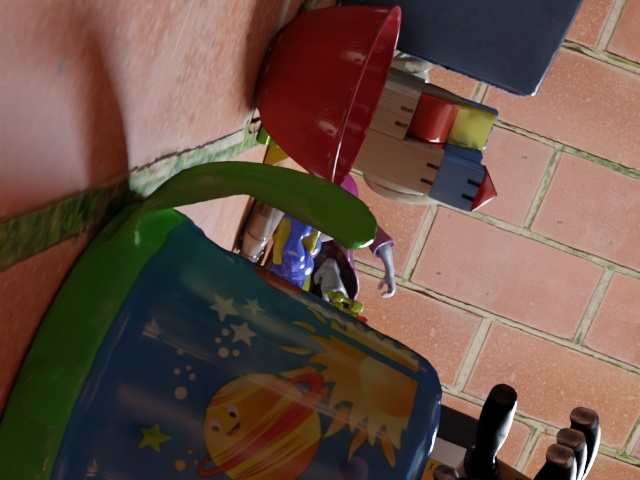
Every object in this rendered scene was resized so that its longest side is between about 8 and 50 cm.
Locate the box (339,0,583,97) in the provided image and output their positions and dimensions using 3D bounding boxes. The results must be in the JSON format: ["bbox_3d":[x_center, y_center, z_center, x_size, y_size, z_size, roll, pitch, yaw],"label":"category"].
[{"bbox_3d":[0.265,-0.535,1.131,0.472,0.297,0.480,-68,178,-46],"label":"box"}]

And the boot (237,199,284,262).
[{"bbox_3d":[-0.073,-0.019,1.071,0.087,0.042,0.118,-64,178,18],"label":"boot"}]

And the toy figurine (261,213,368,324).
[{"bbox_3d":[-0.002,0.012,1.210,0.362,0.191,0.217,-61,166,-78],"label":"toy figurine"}]

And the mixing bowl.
[{"bbox_3d":[0.000,-0.147,0.820,0.181,0.098,0.181,20,90,-83],"label":"mixing bowl"}]

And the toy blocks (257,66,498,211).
[{"bbox_3d":[0.096,-0.146,1.069,0.381,0.261,0.190,-61,171,-73],"label":"toy blocks"}]

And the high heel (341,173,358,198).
[{"bbox_3d":[-0.023,-0.001,1.860,0.377,0.127,0.181,-61,144,-43],"label":"high heel"}]

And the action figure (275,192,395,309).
[{"bbox_3d":[0.000,0.000,1.584,0.370,0.248,0.275,-64,147,-50],"label":"action figure"}]

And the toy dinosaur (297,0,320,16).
[{"bbox_3d":[0.016,-0.278,0.914,0.092,0.053,0.183,-53,179,34],"label":"toy dinosaur"}]

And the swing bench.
[{"bbox_3d":[0.135,-0.232,1.428,0.254,0.165,0.253,-64,151,-49],"label":"swing bench"}]

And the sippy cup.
[{"bbox_3d":[-0.051,0.118,0.553,0.305,0.224,0.240,104,6,-61],"label":"sippy cup"}]

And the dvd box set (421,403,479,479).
[{"bbox_3d":[-0.059,0.296,0.834,0.062,0.308,0.420,-57,168,-67],"label":"dvd box set"}]

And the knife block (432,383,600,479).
[{"bbox_3d":[0.126,0.211,0.624,0.242,0.088,0.276,-62,156,5],"label":"knife block"}]
